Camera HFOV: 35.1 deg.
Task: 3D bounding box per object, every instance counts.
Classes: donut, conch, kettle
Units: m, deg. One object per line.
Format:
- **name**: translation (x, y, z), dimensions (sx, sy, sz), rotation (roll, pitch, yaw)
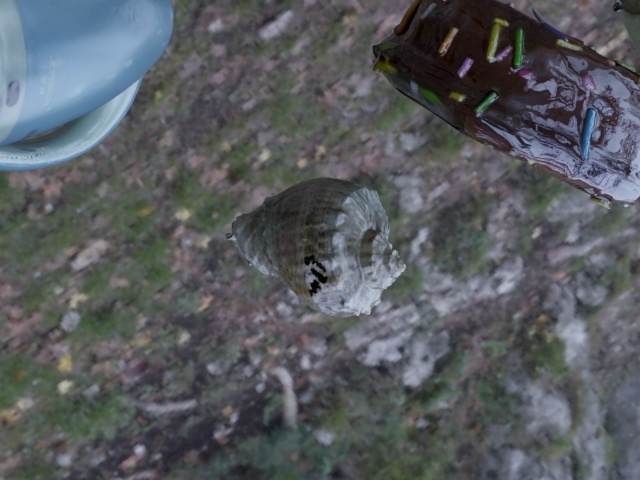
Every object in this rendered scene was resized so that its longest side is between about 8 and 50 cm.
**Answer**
- **donut**: translation (0.149, -0.119, 0.748), dimensions (0.216, 0.230, 0.096), rotation (19, 110, -31)
- **conch**: translation (0.000, 0.000, 1.097), dimensions (0.155, 0.207, 0.130), rotation (-55, 145, -39)
- **kettle**: translation (-0.331, -0.228, 1.224), dimensions (0.342, 0.247, 0.320), rotation (-25, 143, -50)

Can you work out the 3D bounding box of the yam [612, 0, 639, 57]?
- **yam**: translation (0.420, -0.155, 0.977), dimensions (0.195, 0.300, 0.195), rotation (-27, -155, 14)
